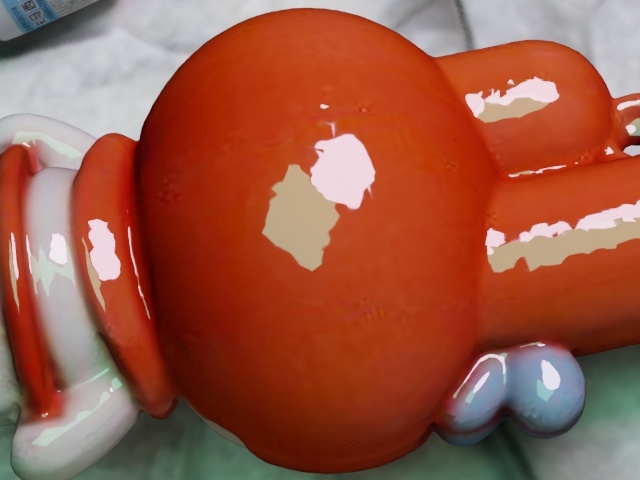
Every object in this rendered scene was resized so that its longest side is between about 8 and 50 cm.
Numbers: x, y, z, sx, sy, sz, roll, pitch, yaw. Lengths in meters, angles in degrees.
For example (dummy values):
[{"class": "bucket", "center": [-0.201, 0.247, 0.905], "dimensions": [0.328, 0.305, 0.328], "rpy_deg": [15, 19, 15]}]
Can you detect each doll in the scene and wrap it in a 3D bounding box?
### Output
[{"class": "doll", "center": [0.000, 0.000, 0.557], "dimensions": [0.290, 0.130, 0.161], "rpy_deg": [-11, 61, 3]}]

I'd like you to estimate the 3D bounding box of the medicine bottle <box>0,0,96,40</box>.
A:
[{"class": "medicine bottle", "center": [-0.126, -0.110, 0.679], "dimensions": [0.089, 0.052, 0.052], "rpy_deg": [-24, 62, 3]}]
